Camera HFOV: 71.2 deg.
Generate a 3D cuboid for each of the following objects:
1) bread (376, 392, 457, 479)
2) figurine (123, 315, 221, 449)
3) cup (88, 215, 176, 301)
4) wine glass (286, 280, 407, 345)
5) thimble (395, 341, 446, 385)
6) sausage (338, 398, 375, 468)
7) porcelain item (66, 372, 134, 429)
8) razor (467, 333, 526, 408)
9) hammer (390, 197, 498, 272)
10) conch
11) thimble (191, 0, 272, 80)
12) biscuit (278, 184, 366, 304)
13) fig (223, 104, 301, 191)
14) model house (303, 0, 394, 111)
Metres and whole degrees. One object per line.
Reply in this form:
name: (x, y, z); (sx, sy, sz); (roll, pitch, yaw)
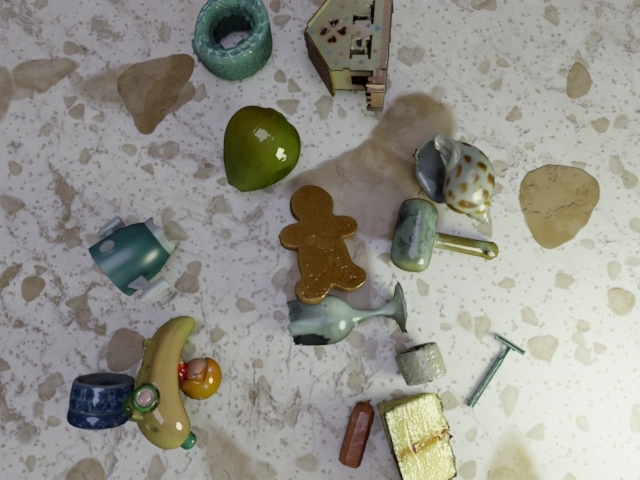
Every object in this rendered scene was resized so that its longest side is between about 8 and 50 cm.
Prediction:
bread: (0.263, 0.514, 1.137); (0.177, 0.135, 0.240); (-16, 81, -3)
figurine: (-0.356, 0.350, 1.131); (0.222, 0.124, 0.325); (18, 56, -21)
cup: (-0.480, 0.031, 1.172); (0.173, 0.168, 0.299); (-39, 60, -14)
wine glass: (0.070, 0.197, 1.174); (0.320, 0.143, 0.144); (-10, 83, 0)
thimble: (0.264, 0.322, 1.177); (0.115, 0.102, 0.090); (-18, 83, -11)
sausage: (0.099, 0.501, 1.173); (0.065, 0.065, 0.170); (16, 85, 1)
porcelain item: (-0.553, 0.406, 1.129); (0.147, 0.147, 0.114); (5, 84, -1)
razor: (0.463, 0.364, 1.215); (0.084, 0.036, 0.211); (33, 89, 27)
hammer: (0.349, 0.007, 1.227); (0.305, 0.113, 0.202); (13, 86, -8)
conch: (0.382, -0.162, 1.216); (0.148, 0.182, 0.275); (-19, 90, -35)
thimble: (-0.249, -0.566, 1.256); (0.234, 0.143, 0.199); (-31, 84, -5)
biscuit: (0.000, 0.000, 1.204); (0.215, 0.047, 0.340); (-14, 64, -11)
fig: (-0.157, -0.239, 1.197); (0.206, 0.207, 0.230); (9, 117, 0)
model house: (0.076, -0.533, 1.258); (0.243, 0.169, 0.327); (4, 81, 7)
